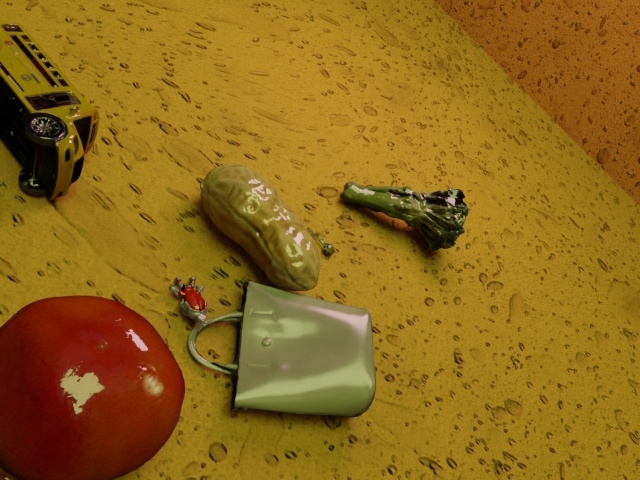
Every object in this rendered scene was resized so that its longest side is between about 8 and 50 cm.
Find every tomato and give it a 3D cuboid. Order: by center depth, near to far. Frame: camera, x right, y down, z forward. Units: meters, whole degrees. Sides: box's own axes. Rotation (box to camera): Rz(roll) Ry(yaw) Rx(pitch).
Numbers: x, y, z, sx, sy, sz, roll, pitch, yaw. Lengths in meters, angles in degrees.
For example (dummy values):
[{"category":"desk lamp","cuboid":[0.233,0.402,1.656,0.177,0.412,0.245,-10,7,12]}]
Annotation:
[{"category":"tomato","cuboid":[-0.302,0.183,0.696,0.260,0.180,0.259,20,44,-21]}]

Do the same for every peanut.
[{"category":"peanut","cuboid":[-0.111,-0.024,1.027,0.305,0.147,0.147,48,44,7]}]

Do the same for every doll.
[{"category":"doll","cuboid":[-0.220,0.107,0.915,0.057,0.039,0.114,38,16,-51]}]

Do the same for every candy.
[{"category":"candy","cuboid":[0.000,0.000,1.167,0.025,0.023,0.083,-26,61,-35]}]

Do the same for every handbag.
[{"category":"handbag","cuboid":[-0.061,0.180,0.914,0.316,0.109,0.241,15,47,-18]}]

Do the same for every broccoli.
[{"category":"broccoli","cuboid":[0.195,-0.076,1.287,0.304,0.165,0.145,18,77,-2]}]

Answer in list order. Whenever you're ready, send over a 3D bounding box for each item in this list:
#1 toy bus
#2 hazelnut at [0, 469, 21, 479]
[{"category":"toy bus","cuboid":[-0.505,-0.235,0.936,0.331,0.145,0.151,48,42,11]},{"category":"hazelnut","cuboid":[-0.366,0.319,0.535,0.208,0.208,0.208,18,47,-20]}]
